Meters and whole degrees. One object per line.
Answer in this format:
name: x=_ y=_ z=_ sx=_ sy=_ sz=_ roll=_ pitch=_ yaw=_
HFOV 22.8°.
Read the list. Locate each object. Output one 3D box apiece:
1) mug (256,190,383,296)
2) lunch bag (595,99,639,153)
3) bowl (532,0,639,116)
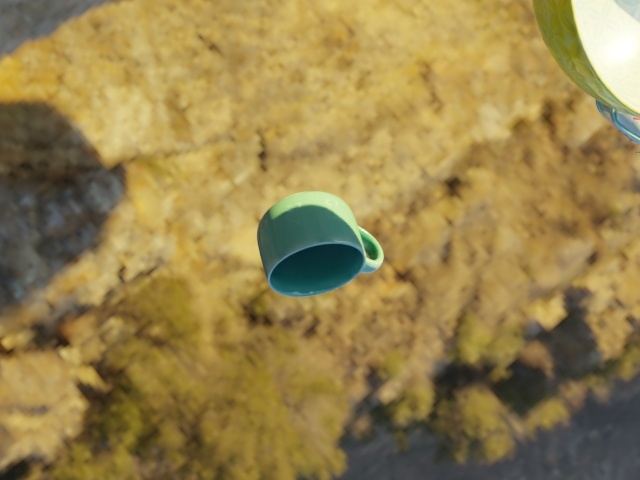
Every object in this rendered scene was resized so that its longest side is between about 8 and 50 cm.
mug: x=-0.009 y=0.002 z=2.025 sx=0.129 sy=0.097 sz=0.158 roll=-26 pitch=149 yaw=16
lunch bag: x=0.517 y=-0.226 z=2.130 sx=0.279 sy=0.224 sz=0.108 roll=-60 pitch=-166 yaw=7
bowl: x=0.317 y=-0.272 z=1.683 sx=0.289 sy=0.289 sz=0.156 roll=-35 pitch=-157 yaw=-27
